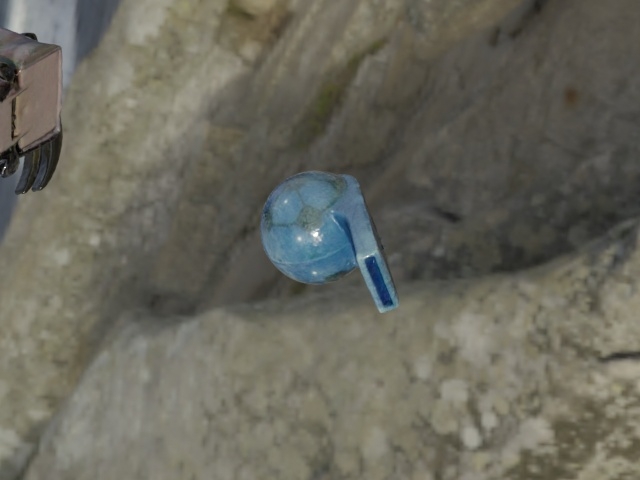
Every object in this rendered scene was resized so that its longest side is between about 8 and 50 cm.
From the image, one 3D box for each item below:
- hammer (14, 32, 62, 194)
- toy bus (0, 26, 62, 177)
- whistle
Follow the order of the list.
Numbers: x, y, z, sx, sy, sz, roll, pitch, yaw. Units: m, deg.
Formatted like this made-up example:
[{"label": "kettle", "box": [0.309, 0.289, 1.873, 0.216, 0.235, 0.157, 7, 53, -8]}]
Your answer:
[{"label": "hammer", "box": [-0.400, -0.108, 1.248, 0.044, 0.440, 0.168, -12, 92, 31]}, {"label": "toy bus", "box": [-0.355, -0.088, 1.116, 0.138, 0.317, 0.113, 24, 124, 21]}, {"label": "whistle", "box": [0.000, 0.000, 0.956, 0.158, 0.090, 0.090, -102, 32, -58]}]
